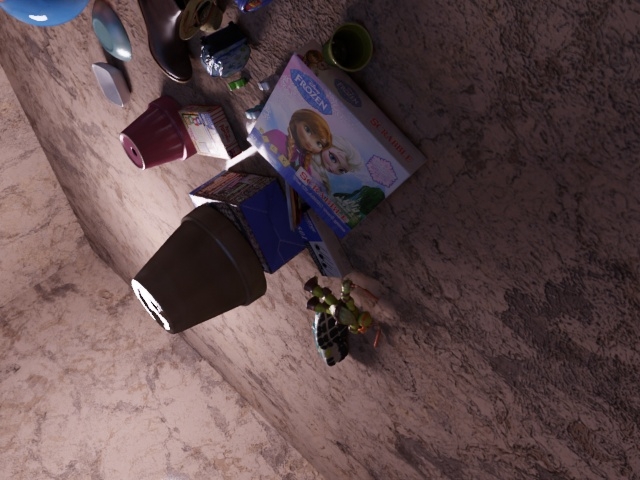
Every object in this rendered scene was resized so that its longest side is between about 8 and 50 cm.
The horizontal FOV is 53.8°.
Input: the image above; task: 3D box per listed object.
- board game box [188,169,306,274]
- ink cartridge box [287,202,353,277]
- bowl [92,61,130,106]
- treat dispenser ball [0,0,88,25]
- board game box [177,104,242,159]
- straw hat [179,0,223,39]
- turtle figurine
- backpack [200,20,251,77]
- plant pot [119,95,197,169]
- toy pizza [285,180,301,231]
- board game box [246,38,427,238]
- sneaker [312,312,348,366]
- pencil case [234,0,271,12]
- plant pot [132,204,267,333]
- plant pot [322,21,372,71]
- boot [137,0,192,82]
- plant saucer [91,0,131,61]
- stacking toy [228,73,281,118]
[{"bbox_3d":[-0.210,-0.060,1.807,0.291,0.141,0.232,14,135,52],"label":"board game box"},{"bbox_3d":[0.000,0.000,1.649,0.097,0.046,0.207,2,124,56],"label":"ink cartridge box"},{"bbox_3d":[-0.695,-0.530,2.119,0.142,0.053,0.142,29,145,38],"label":"bowl"},{"bbox_3d":[-0.768,-0.736,1.723,0.288,0.288,0.288,38,150,27],"label":"treat dispenser ball"},{"bbox_3d":[-0.315,-0.308,1.783,0.193,0.045,0.147,17,137,50],"label":"board game box"},{"bbox_3d":[-0.255,-0.504,1.424,0.061,0.145,0.144,20,176,-38],"label":"straw hat"},{"bbox_3d":[0.059,0.192,1.694,0.217,0.087,0.270,22,150,33],"label":"turtle figurine"},{"bbox_3d":[-0.216,-0.418,1.424,0.084,0.105,0.114,54,159,1],"label":"backpack"},{"bbox_3d":[-0.501,-0.314,1.927,0.201,0.180,0.201,38,149,28],"label":"plant pot"},{"bbox_3d":[-0.066,-0.121,1.530,0.201,0.032,0.201,175,90,-88],"label":"toy pizza"},{"bbox_3d":[0.017,-0.191,1.305,0.319,0.066,0.318,46,148,1],"label":"board game box"},{"bbox_3d":[0.011,0.279,1.917,0.110,0.107,0.275,46,154,35],"label":"sneaker"},{"bbox_3d":[-0.168,-0.575,1.141,0.133,0.119,0.306,-27,99,31],"label":"pencil case"},{"bbox_3d":[-0.357,0.108,1.778,0.323,0.280,0.323,37,150,26],"label":"plant pot"},{"bbox_3d":[0.041,-0.344,1.142,0.083,0.083,0.079,62,165,-17],"label":"plant pot"},{"bbox_3d":[-0.372,-0.525,1.558,0.207,0.090,0.248,-6,114,62],"label":"boot"},{"bbox_3d":[-0.653,-0.636,1.941,0.195,0.037,0.195,38,150,26],"label":"plant saucer"},{"bbox_3d":[-0.133,-0.301,1.491,0.221,0.052,0.167,15,135,52],"label":"stacking toy"}]
